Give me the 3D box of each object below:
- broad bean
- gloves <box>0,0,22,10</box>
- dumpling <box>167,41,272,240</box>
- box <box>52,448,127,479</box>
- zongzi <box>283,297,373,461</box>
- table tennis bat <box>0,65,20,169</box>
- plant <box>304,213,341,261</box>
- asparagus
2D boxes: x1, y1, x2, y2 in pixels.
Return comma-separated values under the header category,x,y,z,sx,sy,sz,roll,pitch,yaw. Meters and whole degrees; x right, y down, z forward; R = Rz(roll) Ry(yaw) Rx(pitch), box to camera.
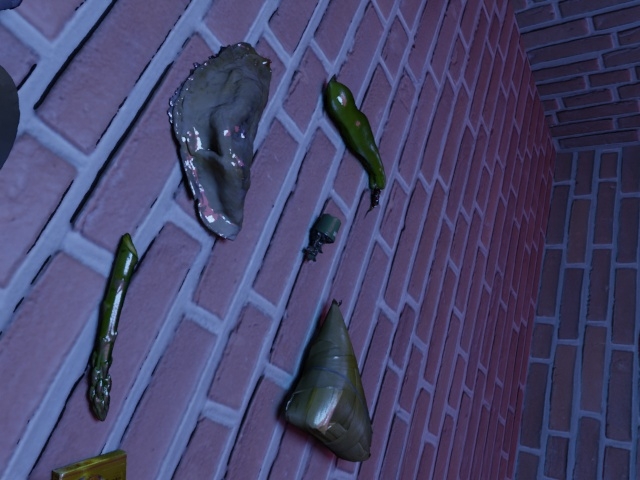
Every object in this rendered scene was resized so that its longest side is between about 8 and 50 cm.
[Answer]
category,x,y,z,sx,sy,sz,roll,pitch,yaw
broad bean,0.083,-0.204,1.083,0.098,0.056,0.318,-52,131,-41
gloves,-0.393,-0.250,0.411,0.285,0.119,0.142,-6,125,-57
dumpling,-0.135,-0.177,0.765,0.166,0.086,0.332,28,63,-53
box,-0.276,0.341,0.608,0.089,0.022,0.156,2,88,-55
zongzi,0.041,0.273,0.985,0.228,0.115,0.256,55,38,-42
table tennis bat,-0.334,-0.144,0.464,0.131,0.022,0.234,3,114,-61
plant,0.000,0.000,0.973,0.051,0.051,0.102,46,67,-43
asparagus,-0.259,0.104,0.633,0.034,0.027,0.236,29,66,-63
